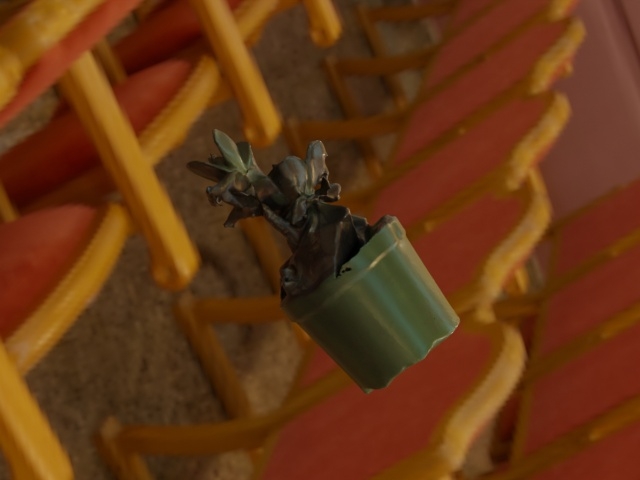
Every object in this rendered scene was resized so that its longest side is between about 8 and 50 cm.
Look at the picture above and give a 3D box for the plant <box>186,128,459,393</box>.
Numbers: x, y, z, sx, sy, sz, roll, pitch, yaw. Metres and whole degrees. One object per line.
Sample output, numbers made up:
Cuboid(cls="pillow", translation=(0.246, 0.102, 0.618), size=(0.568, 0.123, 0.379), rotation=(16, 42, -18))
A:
Cuboid(cls="plant", translation=(0.000, 0.000, 0.516), size=(0.102, 0.051, 0.051), rotation=(50, 25, -3))
